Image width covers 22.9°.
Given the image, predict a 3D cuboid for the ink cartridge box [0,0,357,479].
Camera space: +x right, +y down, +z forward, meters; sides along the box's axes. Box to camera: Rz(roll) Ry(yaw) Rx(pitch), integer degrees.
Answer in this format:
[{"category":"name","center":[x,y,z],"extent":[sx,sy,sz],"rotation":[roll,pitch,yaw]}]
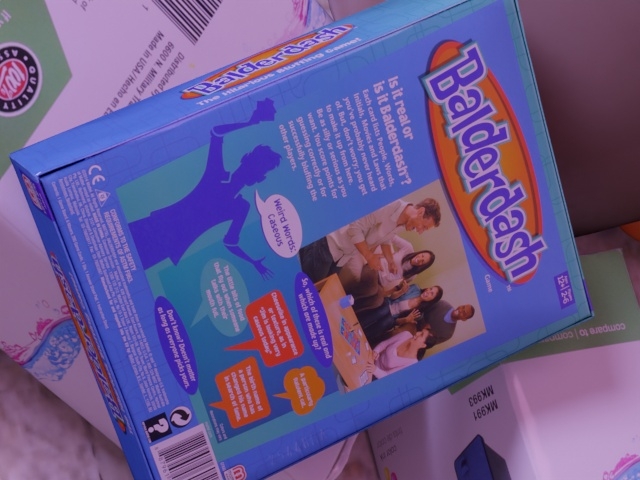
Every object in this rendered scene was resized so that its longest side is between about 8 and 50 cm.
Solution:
[{"category":"ink cartridge box","center":[-0.081,-0.037,0.737],"extent":[0.278,0.117,0.201],"rotation":[46,55,-28]}]

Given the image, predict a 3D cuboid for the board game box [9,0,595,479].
[{"category":"board game box","center":[0.000,0.000,0.651],"extent":[0.210,0.047,0.160],"rotation":[-24,112,-17]}]

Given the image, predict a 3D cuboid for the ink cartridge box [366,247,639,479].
[{"category":"ink cartridge box","center":[0.107,0.132,0.780],"extent":[0.093,0.154,0.212],"rotation":[-8,72,-26]}]

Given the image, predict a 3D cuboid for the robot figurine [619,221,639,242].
[{"category":"robot figurine","center":[0.214,-0.086,0.940],"extent":[0.158,0.128,0.219],"rotation":[16,57,-53]}]

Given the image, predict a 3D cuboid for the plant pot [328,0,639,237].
[{"category":"plant pot","center":[0.164,-0.144,0.761],"extent":[0.323,0.280,0.323],"rotation":[46,25,-30]}]
